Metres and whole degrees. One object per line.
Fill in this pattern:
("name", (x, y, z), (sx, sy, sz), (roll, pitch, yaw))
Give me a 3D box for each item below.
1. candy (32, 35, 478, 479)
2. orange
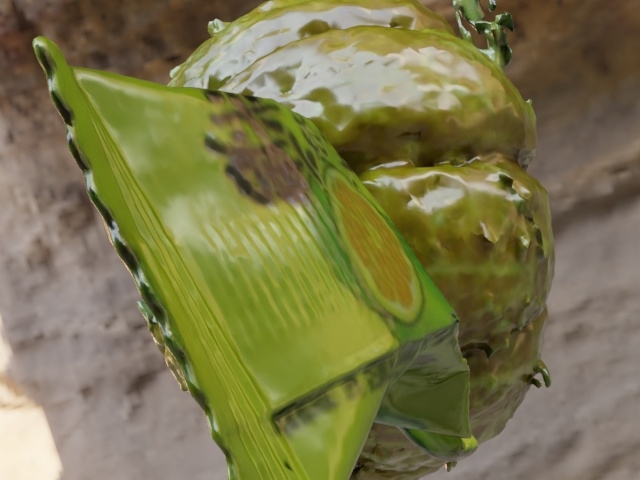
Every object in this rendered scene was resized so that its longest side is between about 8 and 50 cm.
("candy", (-0.007, 0.013, 0.528), (0.069, 0.149, 0.246), (-34, -7, 15))
("orange", (0.000, 0.000, 1.005), (0.223, 0.300, 0.301), (-5, -20, -19))
